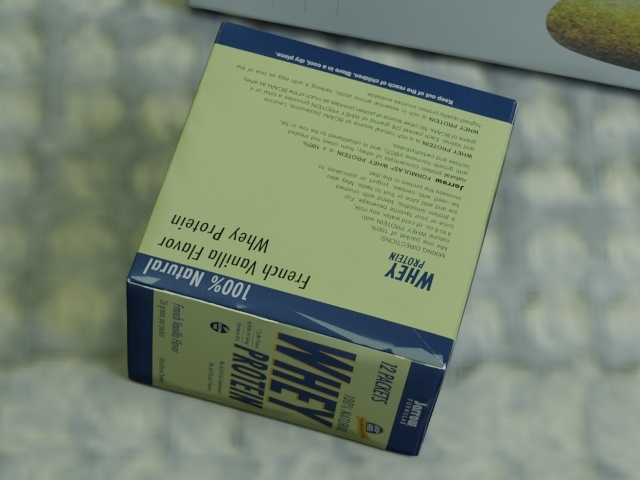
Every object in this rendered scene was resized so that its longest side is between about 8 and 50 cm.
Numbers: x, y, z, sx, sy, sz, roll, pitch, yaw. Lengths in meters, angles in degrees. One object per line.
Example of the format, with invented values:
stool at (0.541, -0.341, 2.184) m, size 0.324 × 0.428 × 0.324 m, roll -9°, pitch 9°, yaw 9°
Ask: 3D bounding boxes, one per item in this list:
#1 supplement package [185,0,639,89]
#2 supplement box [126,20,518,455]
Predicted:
supplement package at (0.094, -0.135, 0.532) m, size 0.244 × 0.139 × 0.134 m, roll 10°, pitch 59°, yaw 1°
supplement box at (0.000, 0.000, 0.495) m, size 0.083 × 0.056 × 0.083 m, roll 15°, pitch 60°, yaw 3°
